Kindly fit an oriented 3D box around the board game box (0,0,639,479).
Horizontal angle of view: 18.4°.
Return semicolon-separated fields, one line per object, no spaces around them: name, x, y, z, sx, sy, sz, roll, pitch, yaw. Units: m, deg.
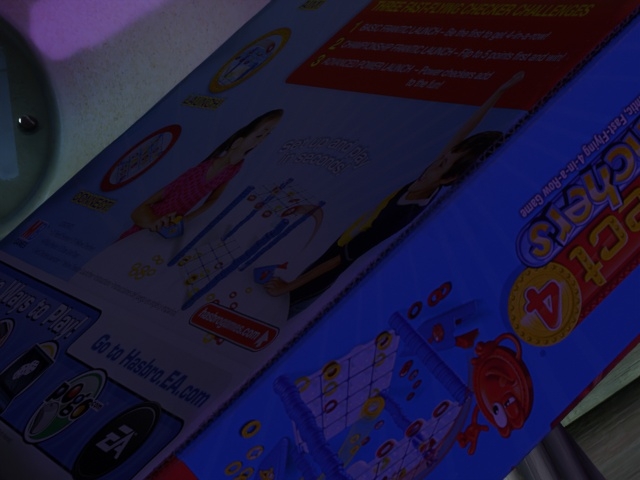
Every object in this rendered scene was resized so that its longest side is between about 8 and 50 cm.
board game box;0.000;0.000;0.738;0.086;0.302;0.308;52;-14;-21

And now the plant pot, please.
plant pot;-0.138;-0.101;1.024;0.256;0.256;0.274;54;24;-5
